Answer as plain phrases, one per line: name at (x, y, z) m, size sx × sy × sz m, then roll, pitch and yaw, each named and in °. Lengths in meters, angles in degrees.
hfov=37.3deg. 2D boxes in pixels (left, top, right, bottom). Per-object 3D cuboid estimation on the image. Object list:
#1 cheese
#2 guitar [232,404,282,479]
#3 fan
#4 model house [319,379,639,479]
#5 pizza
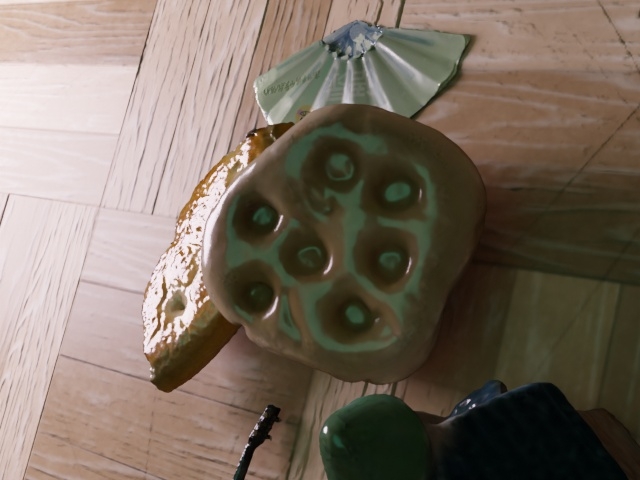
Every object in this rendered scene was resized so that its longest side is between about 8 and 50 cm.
cheese at (0.024, 0.007, 0.753) m, size 0.235 × 0.117 × 0.218 m, roll -16°, pitch 81°, yaw 20°
guitar at (-0.080, 0.251, 0.804) m, size 0.025 × 0.088 × 0.233 m, roll 11°, pitch 73°, yaw 38°
fan at (0.030, -0.147, 0.884) m, size 0.240 × 0.009 × 0.131 m, roll -6°, pitch 75°, yaw 33°
model house at (0.108, 0.236, 0.547) m, size 0.243 × 0.284 × 0.298 m, roll -42°, pitch 56°, yaw 12°
pizza at (-0.094, 0.012, 0.883) m, size 0.134 × 0.056 × 0.271 m, roll 6°, pitch 73°, yaw 46°
